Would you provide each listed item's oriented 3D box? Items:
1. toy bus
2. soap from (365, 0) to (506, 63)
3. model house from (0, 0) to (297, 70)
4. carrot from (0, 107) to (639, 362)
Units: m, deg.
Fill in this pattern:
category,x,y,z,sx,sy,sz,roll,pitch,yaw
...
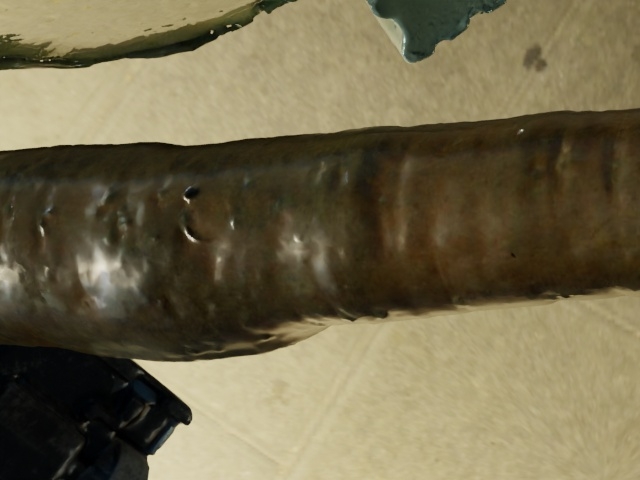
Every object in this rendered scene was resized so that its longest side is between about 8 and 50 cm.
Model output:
category,x,y,z,sx,sy,sz,roll,pitch,yaw
toy bus,-0.182,0.123,0.592,0.116,0.133,0.234,43,81,-24
soap,0.079,-0.208,0.983,0.114,0.198,0.063,-34,113,6
model house,-0.193,-0.290,1.024,0.321,0.261,0.266,-8,86,-35
carrot,0.000,-0.001,0.376,0.342,0.070,0.070,-3,79,29
